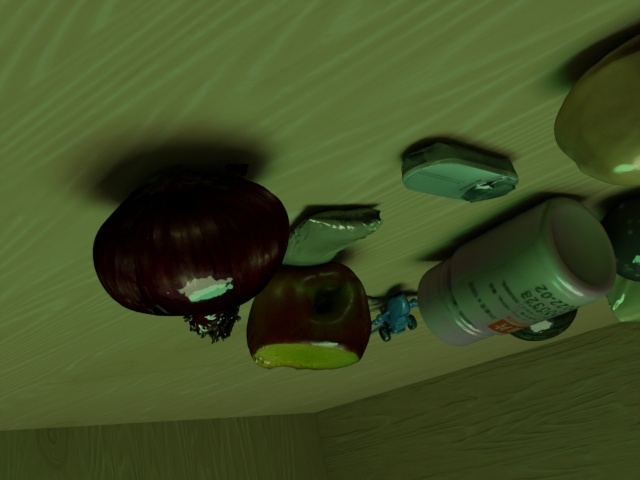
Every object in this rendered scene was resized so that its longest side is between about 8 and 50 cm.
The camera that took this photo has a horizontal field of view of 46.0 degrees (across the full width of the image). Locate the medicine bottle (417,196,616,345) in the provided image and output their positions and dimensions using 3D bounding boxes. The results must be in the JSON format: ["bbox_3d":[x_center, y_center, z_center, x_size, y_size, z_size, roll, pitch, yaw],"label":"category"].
[{"bbox_3d":[0.396,0.080,1.579,0.219,0.219,0.388,3,156,-36],"label":"medicine bottle"}]

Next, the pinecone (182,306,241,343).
[{"bbox_3d":[-0.218,0.136,1.526,0.120,0.140,0.140,22,151,-14],"label":"pinecone"}]

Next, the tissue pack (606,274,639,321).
[{"bbox_3d":[0.919,0.056,1.840,0.297,0.207,0.380,2,157,-40],"label":"tissue pack"}]

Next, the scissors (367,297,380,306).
[{"bbox_3d":[0.010,0.165,1.895,0.317,0.024,0.160,5,156,-42],"label":"scissors"}]

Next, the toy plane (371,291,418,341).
[{"bbox_3d":[0.196,0.198,1.978,0.254,0.105,0.271,-23,170,-12],"label":"toy plane"}]

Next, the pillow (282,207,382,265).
[{"bbox_3d":[0.000,0.000,1.385,0.148,0.050,0.229,5,155,-25],"label":"pillow"}]

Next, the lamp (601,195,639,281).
[{"bbox_3d":[0.686,-0.002,1.626,0.181,0.182,0.314,-16,175,12],"label":"lamp"}]

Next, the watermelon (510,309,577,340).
[{"bbox_3d":[0.533,0.149,1.889,0.212,0.212,0.212,-10,161,-4],"label":"watermelon"}]

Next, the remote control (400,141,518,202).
[{"bbox_3d":[0.224,-0.106,1.203,0.247,0.052,0.104,8,154,-45],"label":"remote control"}]

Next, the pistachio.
[{"bbox_3d":[0.443,-0.181,0.946,0.299,0.188,0.187,-30,154,29],"label":"pistachio"}]

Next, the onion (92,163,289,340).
[{"bbox_3d":[-0.171,0.037,1.052,0.272,0.285,0.273,-7,-163,2],"label":"onion"}]

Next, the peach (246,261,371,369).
[{"bbox_3d":[-0.024,0.167,1.555,0.248,0.245,0.275,34,140,-5],"label":"peach"}]
